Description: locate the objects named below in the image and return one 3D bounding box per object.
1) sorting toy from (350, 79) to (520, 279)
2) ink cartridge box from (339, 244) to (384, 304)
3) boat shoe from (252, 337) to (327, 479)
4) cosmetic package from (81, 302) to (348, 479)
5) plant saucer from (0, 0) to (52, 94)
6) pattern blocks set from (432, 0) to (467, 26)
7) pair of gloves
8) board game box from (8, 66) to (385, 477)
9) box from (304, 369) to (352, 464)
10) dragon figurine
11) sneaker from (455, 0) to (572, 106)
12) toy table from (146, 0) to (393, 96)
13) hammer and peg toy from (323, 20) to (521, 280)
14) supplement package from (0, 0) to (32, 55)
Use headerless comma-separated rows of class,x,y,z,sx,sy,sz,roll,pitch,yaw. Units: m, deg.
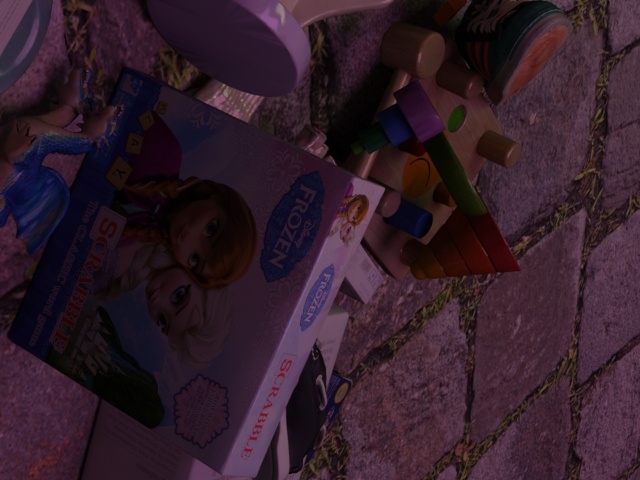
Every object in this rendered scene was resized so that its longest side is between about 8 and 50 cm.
sorting toy,0.125,-0.048,2.050,0.126,0.127,0.365,-29,143,5
ink cartridge box,0.000,0.000,2.114,0.046,0.097,0.207,-55,148,-13
boat shoe,-0.044,0.139,1.848,0.091,0.114,0.302,-35,149,-34
cosmetic package,-0.147,0.269,2.035,0.230,0.161,0.453,-5,116,-53
plant saucer,-0.308,-0.202,1.576,0.195,0.037,0.195,-34,137,-38
pattern blocks set,0.245,-0.370,2.091,0.285,0.026,0.325,-43,180,-7
pair of gloves,-0.083,-0.080,1.923,0.204,0.042,0.240,-47,129,-14
board game box,-0.134,0.026,1.731,0.066,0.318,0.319,16,99,-58
box,-0.046,0.213,2.260,0.136,0.036,0.225,-61,147,-3
dragon figurine,-0.299,-0.045,1.651,0.289,0.085,0.144,-58,153,-1
sneaker,0.223,-0.252,2.115,0.108,0.121,0.302,-38,176,-7
toy table,-0.061,-0.264,1.720,0.252,0.274,0.161,35,78,-16
hammer and peg toy,0.101,-0.119,2.146,0.266,0.127,0.361,-55,148,-9
supplement package,-0.356,-0.280,1.316,0.177,0.175,0.293,-60,148,-2
